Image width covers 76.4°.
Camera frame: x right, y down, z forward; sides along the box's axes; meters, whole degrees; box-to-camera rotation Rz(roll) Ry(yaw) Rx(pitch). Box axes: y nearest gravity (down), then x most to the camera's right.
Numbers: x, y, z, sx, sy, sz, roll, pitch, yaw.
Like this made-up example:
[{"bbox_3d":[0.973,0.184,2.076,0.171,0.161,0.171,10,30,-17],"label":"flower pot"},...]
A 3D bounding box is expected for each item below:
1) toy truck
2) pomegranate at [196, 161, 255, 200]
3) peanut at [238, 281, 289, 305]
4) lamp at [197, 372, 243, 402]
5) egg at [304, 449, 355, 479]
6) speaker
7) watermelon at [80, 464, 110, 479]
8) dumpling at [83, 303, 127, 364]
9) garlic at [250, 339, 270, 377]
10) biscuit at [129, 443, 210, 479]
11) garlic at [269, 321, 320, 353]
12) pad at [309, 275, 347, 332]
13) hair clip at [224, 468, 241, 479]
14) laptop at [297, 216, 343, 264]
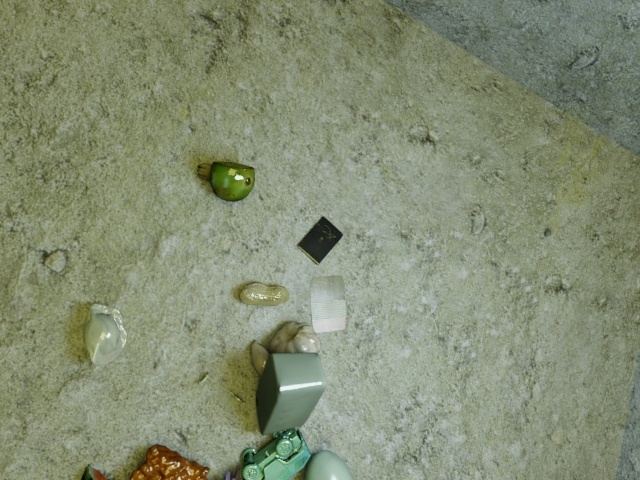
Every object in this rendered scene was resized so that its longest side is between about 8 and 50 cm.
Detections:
[{"bbox_3d":[-0.183,0.868,1.612,0.279,0.155,0.156,-34,94,-12],"label":"toy truck"},{"bbox_3d":[-0.397,-0.247,1.696,0.241,0.190,0.159,9,105,-17],"label":"pomegranate"},{"bbox_3d":[-0.237,0.230,1.727,0.214,0.090,0.098,7,51,-17],"label":"peanut"},{"bbox_3d":[-0.399,0.610,1.646,0.198,0.050,0.056,39,71,-7],"label":"lamp"},{"bbox_3d":[0.048,1.039,1.628,0.230,0.230,0.370,-10,80,-18],"label":"egg"},{"bbox_3d":[-0.124,0.583,1.557,0.184,0.406,0.183,1,47,-20],"label":"speaker"},{"bbox_3d":[-0.813,0.902,1.453,0.145,0.137,0.193,41,116,-9],"label":"watermelon"},{"bbox_3d":[-0.803,0.348,1.531,0.151,0.124,0.228,8,68,-54],"label":"dumpling"},{"bbox_3d":[-0.230,0.508,1.681,0.087,0.101,0.195,-37,90,-8],"label":"garlic"},{"bbox_3d":[-0.579,0.956,1.505,0.318,0.110,0.312,35,74,-15],"label":"biscuit"},{"bbox_3d":[-0.086,0.462,1.702,0.218,0.218,0.212,-37,123,-18],"label":"garlic"},{"bbox_3d":[-0.031,0.288,1.796,0.323,0.055,0.250,0,83,-35],"label":"pad"},{"bbox_3d":[-0.375,1.026,1.569,0.137,0.090,0.278,13,77,-38],"label":"hair clip"},{"bbox_3d":[0.000,0.000,1.868,0.135,0.016,0.197,44,72,-6],"label":"laptop"}]
